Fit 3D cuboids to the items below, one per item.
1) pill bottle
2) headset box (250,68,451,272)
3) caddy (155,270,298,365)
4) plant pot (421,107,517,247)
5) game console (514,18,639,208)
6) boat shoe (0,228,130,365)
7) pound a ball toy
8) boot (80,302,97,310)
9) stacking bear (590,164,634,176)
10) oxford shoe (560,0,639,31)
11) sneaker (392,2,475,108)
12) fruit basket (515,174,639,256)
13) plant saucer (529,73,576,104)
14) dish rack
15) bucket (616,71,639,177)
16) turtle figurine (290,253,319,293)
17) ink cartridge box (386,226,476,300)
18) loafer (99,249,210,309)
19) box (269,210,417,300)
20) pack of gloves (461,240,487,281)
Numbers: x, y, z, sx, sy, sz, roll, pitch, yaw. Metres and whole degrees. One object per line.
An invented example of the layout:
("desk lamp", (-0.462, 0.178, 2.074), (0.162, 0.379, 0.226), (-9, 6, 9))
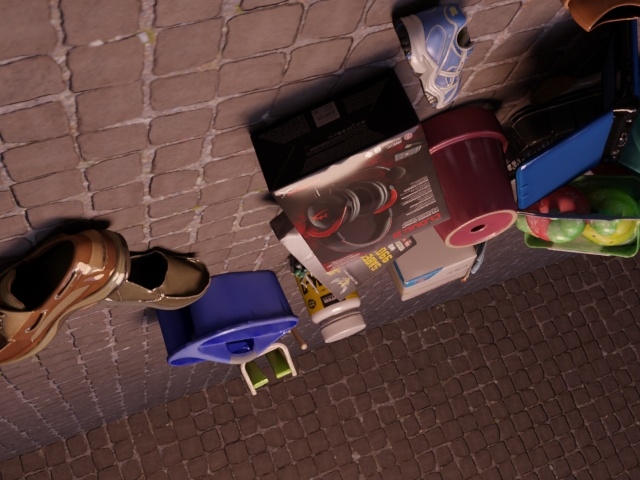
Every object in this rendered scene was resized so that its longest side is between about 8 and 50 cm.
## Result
("pill bottle", (0.018, 0.114, 1.694), (0.119, 0.208, 0.119), (-21, 165, -6))
("headset box", (0.058, -0.082, 1.111), (0.218, 0.110, 0.293), (-24, 149, 6))
("caddy", (-0.205, 0.195, 1.721), (0.241, 0.179, 0.341), (-31, 163, 33))
("plant pot", (0.240, -0.095, 1.284), (0.201, 0.180, 0.201), (-17, 157, -7))
("game console", (0.395, -0.199, 1.195), (0.173, 0.250, 0.293), (-1, 170, 15))
("boat shoe", (-0.434, 0.078, 1.130), (0.324, 0.122, 0.120), (-36, 156, 18))
("pound a ball toy", (-0.142, 0.261, 2.026), (0.208, 0.135, 0.319), (-24, -163, -10))
("boot", (-0.437, 0.097, 1.309), (0.118, 0.042, 0.087), (-21, 163, -5))
("stacking bear", (0.698, -0.212, 1.650), (0.164, 0.175, 0.289), (-19, 179, 39))
("oxford shoe", (0.423, -0.330, 0.981), (0.212, 0.076, 0.076), (-25, 163, 2))
("sneaker", (0.156, -0.226, 0.946), (0.081, 0.080, 0.211), (-23, 167, 14))
("fruit basket", (0.467, -0.040, 1.450), (0.327, 0.165, 0.353), (7, -168, 41))
("plant saucer", (0.393, -0.261, 1.292), (0.083, 0.015, 0.083), (-21, 165, -6))
("dish rack", (0.436, -0.193, 1.497), (0.208, 0.074, 0.271), (-17, 166, -15))
("bucket", (0.656, -0.177, 1.362), (0.281, 0.281, 0.183), (4, 118, -60))
("turtle figurine", (0.000, 0.000, 1.452), (0.175, 0.118, 0.234), (-32, 155, -25))
("ink cartridge box", (0.236, 0.017, 1.745), (0.171, 0.168, 0.232), (-22, 165, -3))
("loafer", (-0.281, 0.069, 1.327), (0.087, 0.094, 0.251), (-28, 165, 36))
("box", (0.045, -0.012, 1.339), (0.183, 0.056, 0.231), (-37, 137, 5))
("pack of gloves", (0.408, -0.015, 1.826), (0.046, 0.232, 0.195), (19, 172, 4))
